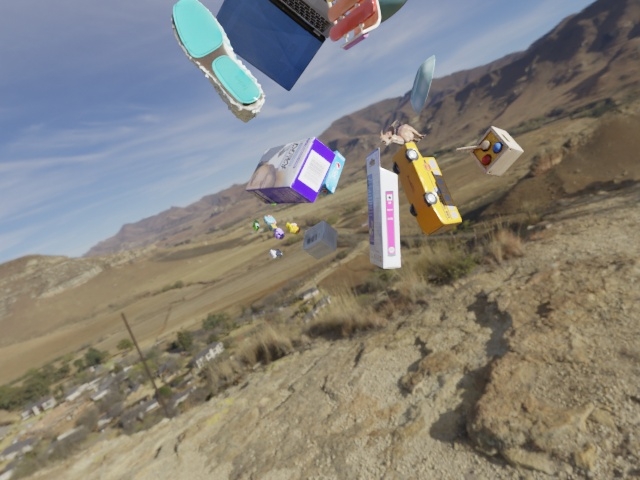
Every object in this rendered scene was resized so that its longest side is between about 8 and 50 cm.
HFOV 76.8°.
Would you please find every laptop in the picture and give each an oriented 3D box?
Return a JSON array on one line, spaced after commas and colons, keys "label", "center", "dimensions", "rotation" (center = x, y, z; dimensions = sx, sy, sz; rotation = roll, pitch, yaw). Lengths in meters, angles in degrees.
[{"label": "laptop", "center": [-0.166, -0.765, 1.441], "dimensions": [0.237, 0.381, 0.408], "rotation": [-59, 22, 4]}]

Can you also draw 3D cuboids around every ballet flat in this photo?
[{"label": "ballet flat", "center": [-0.316, -0.526, 1.220], "dimensions": [0.146, 0.409, 0.147], "rotation": [-33, -5, -3]}]

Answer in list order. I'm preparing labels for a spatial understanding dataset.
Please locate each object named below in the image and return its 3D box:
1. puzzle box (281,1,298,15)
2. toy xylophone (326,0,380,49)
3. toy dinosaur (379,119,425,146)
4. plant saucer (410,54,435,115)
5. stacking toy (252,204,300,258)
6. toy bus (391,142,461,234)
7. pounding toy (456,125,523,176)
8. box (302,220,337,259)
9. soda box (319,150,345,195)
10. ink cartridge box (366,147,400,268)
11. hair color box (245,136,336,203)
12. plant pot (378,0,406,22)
[{"label": "puzzle box", "center": [-0.254, -1.039, 1.611], "dimensions": [0.272, 0.408, 0.052], "rotation": [-50, 16, 59]}, {"label": "toy xylophone", "center": [0.065, -0.707, 1.149], "dimensions": [0.081, 0.323, 0.236], "rotation": [-21, 4, -30]}, {"label": "toy dinosaur", "center": [0.468, -0.601, 2.280], "dimensions": [0.127, 0.200, 0.295], "rotation": [-53, -5, 39]}, {"label": "plant saucer", "center": [0.337, -0.523, 1.362], "dimensions": [0.037, 0.195, 0.195], "rotation": [12, 10, 0]}, {"label": "stacking toy", "center": [-0.185, -0.056, 1.640], "dimensions": [0.052, 0.221, 0.167], "rotation": [-4, -41, -47]}, {"label": "toy bus", "center": [0.382, -0.192, 1.477], "dimensions": [0.130, 0.333, 0.108], "rotation": [-10, -18, -26]}, {"label": "pounding toy", "center": [0.547, -0.293, 1.318], "dimensions": [0.100, 0.141, 0.130], "rotation": [7, -44, -29]}, {"label": "box", "center": [0.000, 0.000, 1.535], "dimensions": [0.101, 0.087, 0.102], "rotation": [-29, 38, 35]}, {"label": "soda box", "center": [0.046, -0.317, 1.912], "dimensions": [0.071, 0.067, 0.210], "rotation": [-10, 52, 45]}, {"label": "ink cartridge box", "center": [0.199, -0.101, 1.311], "dimensions": [0.068, 0.372, 0.176], "rotation": [-5, 3, -6]}, {"label": "hair color box", "center": [-0.114, -0.230, 1.388], "dimensions": [0.338, 0.110, 0.185], "rotation": [5, 67, 57]}, {"label": "plant pot", "center": [0.241, -0.966, 1.481], "dimensions": [0.195, 0.291, 0.290], "rotation": [-9, 13, 21]}]
